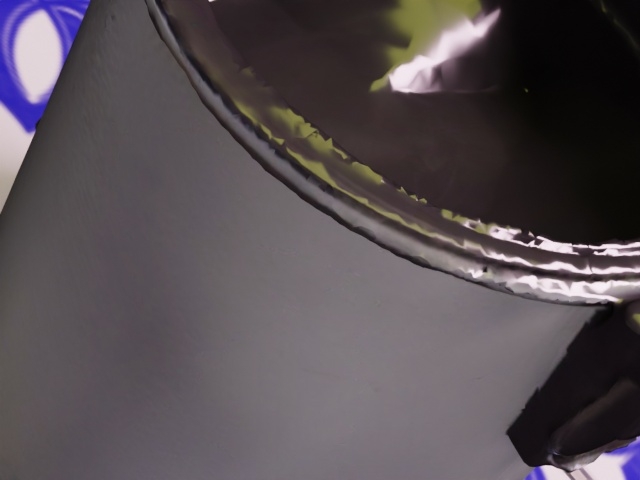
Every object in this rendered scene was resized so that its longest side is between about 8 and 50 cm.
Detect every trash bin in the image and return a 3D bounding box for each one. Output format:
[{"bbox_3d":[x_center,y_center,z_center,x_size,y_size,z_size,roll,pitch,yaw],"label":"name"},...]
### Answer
[{"bbox_3d":[0.000,0.000,0.585,0.217,0.262,0.277,-11,59,-34],"label":"trash bin"}]
